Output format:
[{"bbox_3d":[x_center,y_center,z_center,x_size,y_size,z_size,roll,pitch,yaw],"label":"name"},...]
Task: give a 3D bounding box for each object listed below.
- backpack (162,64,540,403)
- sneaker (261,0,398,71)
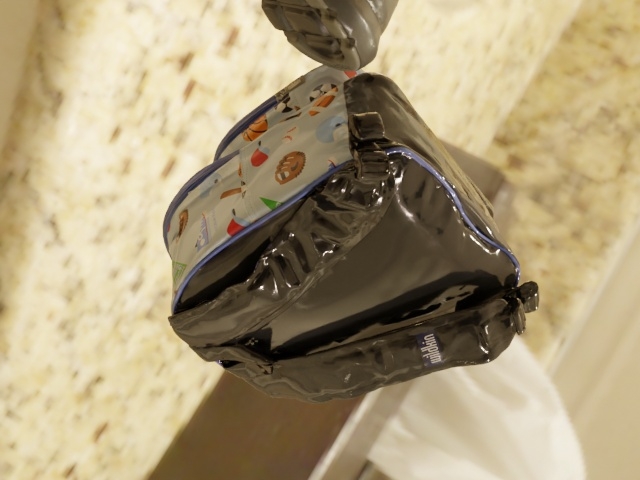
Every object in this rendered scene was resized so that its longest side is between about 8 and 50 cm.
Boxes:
[{"bbox_3d":[0.000,0.000,1.174,0.263,0.213,0.276,-34,129,13],"label":"backpack"},{"bbox_3d":[-0.023,-0.231,0.875,0.106,0.101,0.267,-51,134,-18],"label":"sneaker"}]
